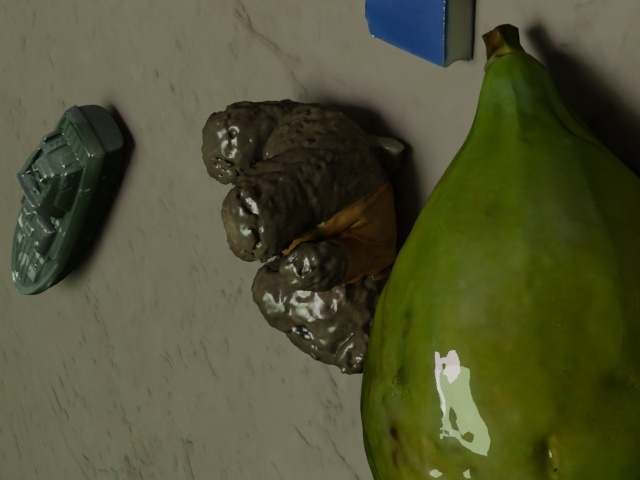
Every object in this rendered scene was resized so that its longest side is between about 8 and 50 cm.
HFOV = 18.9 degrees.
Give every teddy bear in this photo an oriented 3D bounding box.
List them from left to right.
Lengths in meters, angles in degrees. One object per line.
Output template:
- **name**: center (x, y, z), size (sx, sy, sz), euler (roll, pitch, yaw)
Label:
- **teddy bear**: center (0.000, 0.000, 1.375), size (0.177, 0.140, 0.190), euler (-117, 15, -64)

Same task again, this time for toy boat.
- **toy boat**: center (-0.247, -0.026, 1.757), size (0.078, 0.085, 0.260), euler (58, 145, 20)

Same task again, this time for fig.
- **fig**: center (0.108, 0.040, 1.122), size (0.233, 0.233, 0.314), euler (-31, 85, 57)

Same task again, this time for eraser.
- **eraser**: center (0.065, -0.157, 1.276), size (0.085, 0.027, 0.063), euler (31, 131, 46)
